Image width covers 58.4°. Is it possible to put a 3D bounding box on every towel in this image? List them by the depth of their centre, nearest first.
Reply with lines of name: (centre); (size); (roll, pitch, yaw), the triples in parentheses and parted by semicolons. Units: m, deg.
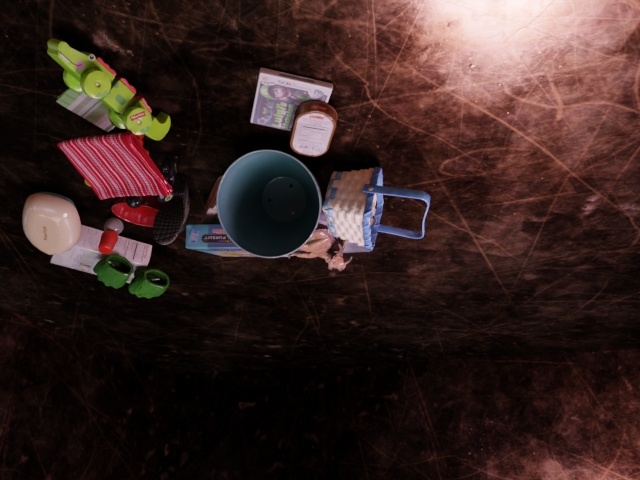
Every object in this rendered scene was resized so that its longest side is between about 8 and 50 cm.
towel: (-0.527, -0.185, 1.468); (0.274, 0.031, 0.199); (0, 136, 30)
towel: (-0.586, -0.346, 1.476); (0.113, 0.023, 0.152); (-20, 141, 38)

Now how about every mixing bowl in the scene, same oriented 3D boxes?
mixing bowl: (-0.559, -0.122, 1.816); (0.181, 0.098, 0.181); (5, 159, 2)

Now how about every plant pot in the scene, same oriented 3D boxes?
plant pot: (-0.123, -0.110, 1.623); (0.289, 0.291, 0.195); (0, -172, 11)

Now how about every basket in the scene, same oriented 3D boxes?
basket: (0.160, -0.089, 1.624); (0.288, 0.201, 0.255); (14, 156, 11)

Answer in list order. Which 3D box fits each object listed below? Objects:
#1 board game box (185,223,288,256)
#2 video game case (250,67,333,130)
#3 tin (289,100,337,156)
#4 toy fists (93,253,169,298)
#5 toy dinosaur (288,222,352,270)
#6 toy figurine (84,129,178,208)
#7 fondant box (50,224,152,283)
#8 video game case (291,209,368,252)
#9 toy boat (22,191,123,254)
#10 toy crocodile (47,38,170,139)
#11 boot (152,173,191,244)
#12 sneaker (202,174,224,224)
board game box: (-0.265, 0.005, 1.919); (0.253, 0.079, 0.336); (0, 174, 11)
video game case: (-0.075, -0.333, 1.396); (0.173, 0.022, 0.190); (10, 153, -9)
tin: (-0.019, -0.275, 1.437); (0.106, 0.040, 0.190); (5, 153, -9)
toy fists: (-0.721, 0.140, 2.182); (0.279, 0.096, 0.142); (25, 136, -31)
toy dinosaur: (0.000, 0.000, 1.801); (0.200, 0.127, 0.296); (5, 166, 6)
toy figurine: (-0.532, -0.190, 1.628); (0.209, 0.148, 0.213); (-13, 148, 32)
fondant box: (-0.858, 0.053, 2.237); (0.330, 0.096, 0.238); (20, 150, -25)
video game case: (0.016, -0.029, 1.921); (0.274, 0.026, 0.196); (-3, 135, 18)
toy boat: (-0.856, -0.050, 1.982); (0.318, 0.148, 0.268); (16, 134, -14)
toy crocodile: (-0.493, -0.351, 1.357); (0.115, 0.105, 0.340); (24, 165, 43)
boot: (-0.439, -0.066, 1.755); (0.083, 0.247, 0.161); (5, 149, 1)
sneaker: (-0.283, -0.115, 1.789); (0.120, 0.108, 0.302); (14, 160, -18)
